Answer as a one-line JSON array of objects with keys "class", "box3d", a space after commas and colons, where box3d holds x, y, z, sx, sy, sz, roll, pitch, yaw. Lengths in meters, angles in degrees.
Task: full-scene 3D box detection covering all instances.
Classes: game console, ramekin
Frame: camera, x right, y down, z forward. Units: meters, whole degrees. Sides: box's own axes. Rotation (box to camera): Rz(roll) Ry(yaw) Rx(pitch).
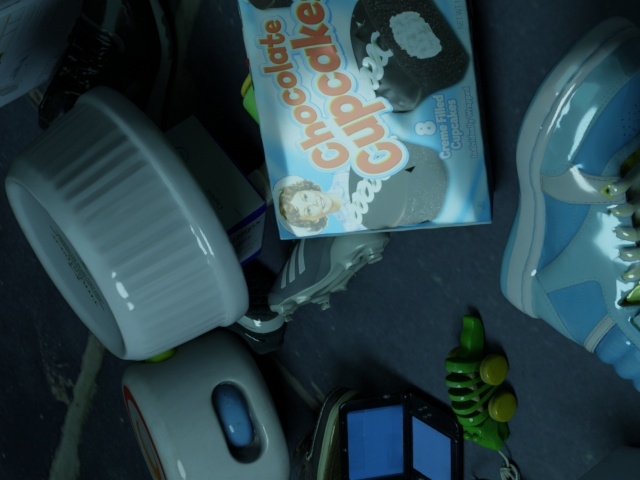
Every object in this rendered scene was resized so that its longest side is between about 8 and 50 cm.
[{"class": "game console", "box3d": [0.081, 0.215, 1.795, 0.107, 0.071, 0.122, 29, 136, 37]}, {"class": "ramekin", "box3d": [-0.196, -0.006, 1.756, 0.273, 0.127, 0.273, 48, 161, 23]}]

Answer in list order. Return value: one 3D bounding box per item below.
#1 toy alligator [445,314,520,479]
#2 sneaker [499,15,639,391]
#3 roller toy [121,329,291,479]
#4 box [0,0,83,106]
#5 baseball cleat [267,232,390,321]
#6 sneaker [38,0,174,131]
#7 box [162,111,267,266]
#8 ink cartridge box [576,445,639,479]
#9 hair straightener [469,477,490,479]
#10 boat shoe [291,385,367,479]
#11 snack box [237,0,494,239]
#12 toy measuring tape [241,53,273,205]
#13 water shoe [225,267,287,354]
[{"class": "toy alligator", "box3d": [0.148, 0.161, 1.686, 0.056, 0.051, 0.189, 12, 124, 48]}, {"class": "sneaker", "box3d": [0.251, -0.011, 1.356, 0.208, 0.127, 0.319, 40, 153, 26]}, {"class": "roller toy", "box3d": [-0.117, 0.201, 1.951, 0.209, 0.146, 0.191, 83, 161, -44]}, {"class": "box", "box3d": [-0.372, -0.227, 1.904, 0.127, 0.231, 0.262, 50, 146, 7]}, {"class": "baseball cleat", "box3d": [0.000, 0.000, 1.758, 0.206, 0.072, 0.109, -36, 71, 51]}, {"class": "sneaker", "box3d": [-0.229, -0.158, 1.867, 0.107, 0.124, 0.283, 34, 138, 32]}, {"class": "box", "box3d": [-0.119, -0.039, 1.830, 0.126, 0.072, 0.137, 51, 163, 15]}, {"class": "ink cartridge box", "box3d": [0.351, 0.306, 1.466, 0.306, 0.131, 0.226, 0, 115, 51]}, {"class": "hair straightener", "box3d": [0.221, 0.276, 1.695, 0.230, 0.047, 0.089, 34, 138, 40]}, {"class": "boat shoe", "box3d": [0.004, 0.231, 1.898, 0.073, 0.080, 0.223, 32, 142, 28]}, {"class": "snack box", "box3d": [0.035, -0.158, 1.496, 0.187, 0.060, 0.322, -5, 118, 10]}, {"class": "toy measuring tape", "box3d": [-0.035, -0.110, 1.665, 0.121, 0.121, 0.330, 52, 145, 11]}, {"class": "water shoe", "box3d": [-0.117, 0.050, 1.926, 0.203, 0.073, 0.080, 40, 149, 31]}]
